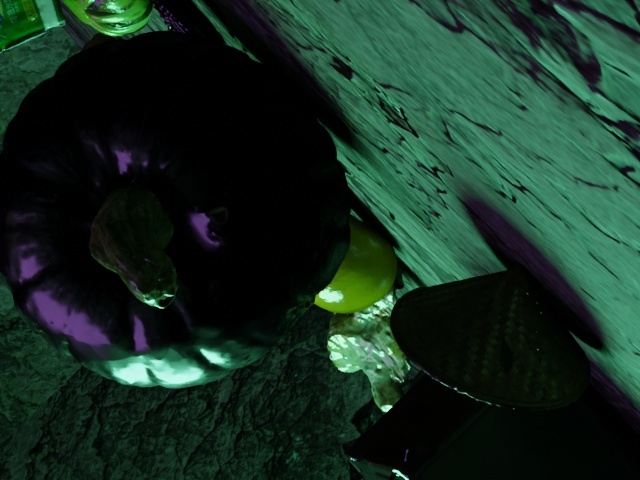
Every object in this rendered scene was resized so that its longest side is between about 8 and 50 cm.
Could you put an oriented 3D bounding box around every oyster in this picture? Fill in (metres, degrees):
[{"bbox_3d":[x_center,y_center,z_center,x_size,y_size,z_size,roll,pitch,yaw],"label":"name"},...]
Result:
[{"bbox_3d":[0.054,0.099,1.832,0.191,0.081,0.163,63,153,26],"label":"oyster"}]

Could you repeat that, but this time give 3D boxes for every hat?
[{"bbox_3d":[0.126,0.046,1.145,0.146,0.067,0.146,14,-151,-8],"label":"hat"}]

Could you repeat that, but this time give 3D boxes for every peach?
[{"bbox_3d":[0.000,0.000,1.719,0.179,0.103,0.179,47,174,6],"label":"peach"}]

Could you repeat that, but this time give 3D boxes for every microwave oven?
[{"bbox_3d":[0.175,0.206,1.398,0.247,0.188,0.178,50,171,-8],"label":"microwave oven"}]

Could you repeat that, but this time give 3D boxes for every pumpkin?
[{"bbox_3d":[-0.134,-0.023,1.338,0.296,0.296,0.296,45,177,3],"label":"pumpkin"}]

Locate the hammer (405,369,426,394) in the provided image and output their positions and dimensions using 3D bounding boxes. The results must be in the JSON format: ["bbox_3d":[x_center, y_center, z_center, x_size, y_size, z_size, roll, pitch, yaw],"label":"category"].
[{"bbox_3d":[0.224,0.226,1.757,0.206,0.119,0.335,46,170,-20],"label":"hammer"}]

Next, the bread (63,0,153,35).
[{"bbox_3d":[-0.225,-0.257,1.676,0.139,0.071,0.130,44,172,25],"label":"bread"}]

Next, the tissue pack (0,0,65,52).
[{"bbox_3d":[-0.358,-0.292,1.607,0.148,0.156,0.209,39,149,45],"label":"tissue pack"}]

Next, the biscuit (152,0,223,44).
[{"bbox_3d":[-0.119,-0.192,1.503,0.089,0.027,0.087,46,176,-22],"label":"biscuit"}]

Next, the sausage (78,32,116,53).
[{"bbox_3d":[-0.287,-0.208,2.566,0.253,0.123,0.123,44,176,40],"label":"sausage"}]
